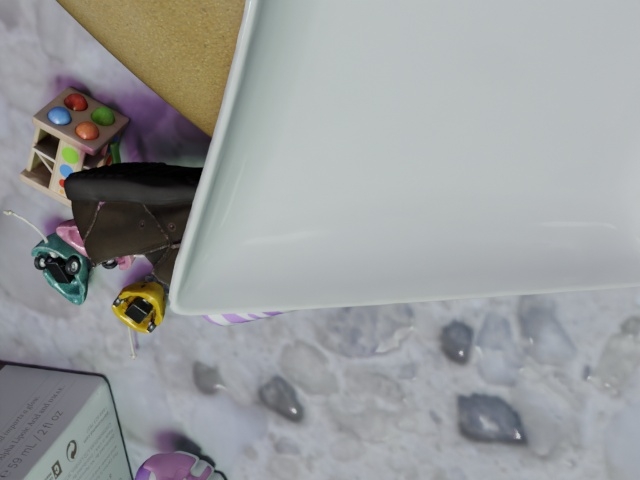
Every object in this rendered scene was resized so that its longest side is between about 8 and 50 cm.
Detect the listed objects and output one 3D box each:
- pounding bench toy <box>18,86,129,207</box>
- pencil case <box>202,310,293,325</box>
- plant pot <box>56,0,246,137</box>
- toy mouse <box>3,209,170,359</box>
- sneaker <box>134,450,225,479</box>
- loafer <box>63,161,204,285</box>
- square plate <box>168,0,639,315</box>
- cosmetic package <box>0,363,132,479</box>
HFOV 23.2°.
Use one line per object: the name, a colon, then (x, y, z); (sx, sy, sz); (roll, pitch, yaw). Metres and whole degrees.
pounding bench toy: (-0.162, -0.061, 1.114); (0.083, 0.052, 0.065); (28, 128, 7)
pencil case: (0.000, 0.000, 1.058); (0.206, 0.086, 0.088); (-13, 90, 31)
plant pot: (-0.033, -0.158, 0.897); (0.237, 0.237, 0.254); (-10, 130, 31)
toy mouse: (-0.171, 0.010, 1.165); (0.143, 0.031, 0.161); (35, 147, -3)
sneaker: (-0.113, 0.278, 1.291); (0.104, 0.095, 0.236); (0, 122, 35)
loafer: (-0.074, -0.008, 1.024); (0.220, 0.080, 0.078); (6, 106, 38)
square plate: (0.106, -0.105, 0.840); (0.347, 0.049, 0.344); (-3, 133, -23)
cosmetic package: (-0.273, 0.204, 1.279); (0.183, 0.151, 0.151); (5, 122, 22)
